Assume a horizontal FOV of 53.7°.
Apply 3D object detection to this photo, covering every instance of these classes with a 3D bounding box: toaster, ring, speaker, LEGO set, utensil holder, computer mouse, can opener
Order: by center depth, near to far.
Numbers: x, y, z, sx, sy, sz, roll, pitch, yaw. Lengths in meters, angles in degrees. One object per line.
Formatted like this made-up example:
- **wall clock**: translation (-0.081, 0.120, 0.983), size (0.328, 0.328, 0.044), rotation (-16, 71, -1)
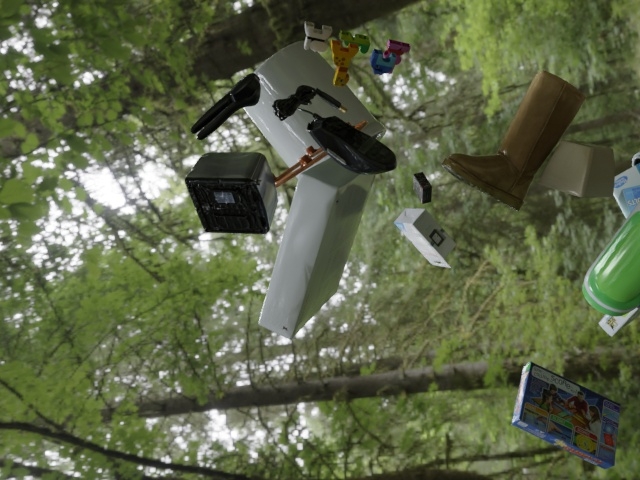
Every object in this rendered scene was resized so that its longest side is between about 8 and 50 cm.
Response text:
- **computer mouse**: translation (0.035, -0.212, 1.249), size (0.262, 0.060, 0.184), rotation (29, -146, 1)
- **speaker**: translation (0.657, 0.026, 1.293), size (0.296, 0.131, 0.131), rotation (105, -179, -45)
- **LEGO set**: translation (0.069, -0.371, 1.314), size (0.087, 0.227, 0.093), rotation (-94, 17, -45)
- **can opener**: translation (-0.201, -0.284, 1.341), size (0.059, 0.186, 0.073), rotation (52, -177, 37)
- **toaster**: translation (-0.185, -0.102, 1.399), size (0.168, 0.186, 0.110), rotation (76, -158, -45)
- **ring**: translation (-0.029, -0.211, 1.579), size (0.032, 0.337, 0.336), rotation (55, -149, -10)
- **utensil holder**: translation (-0.032, -0.399, 2.048), size (0.385, 0.328, 0.327), rotation (51, -152, 2)

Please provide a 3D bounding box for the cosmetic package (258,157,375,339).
- **cosmetic package**: translation (0.000, 0.000, 1.443), size (0.284, 0.097, 0.377), rotation (-43, -27, -62)

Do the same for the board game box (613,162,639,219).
- **board game box**: translation (0.802, -0.041, 1.322), size (0.079, 0.254, 0.336), rotation (0, -117, -43)

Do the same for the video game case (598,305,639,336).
- **video game case**: translation (0.975, 0.152, 1.869), size (0.061, 0.270, 0.244), rotation (52, 169, 25)

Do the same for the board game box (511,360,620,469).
- **board game box**: translation (0.489, 0.344, 1.252), size (0.136, 0.201, 0.035), rotation (-62, -2, -36)

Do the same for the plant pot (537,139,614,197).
- **plant pot**: translation (0.523, -0.147, 1.269), size (0.109, 0.109, 0.096), rotation (-3, -69, -34)

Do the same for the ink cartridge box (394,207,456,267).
- **ink cartridge box**: translation (0.300, -0.008, 1.753), size (0.180, 0.104, 0.060), rotation (46, -104, -20)

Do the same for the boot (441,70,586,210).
- **boot**: translation (0.390, -0.219, 1.284), size (0.236, 0.089, 0.269), rotation (21, -79, -35)

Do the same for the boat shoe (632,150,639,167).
- **boat shoe**: translation (0.870, -0.088, 1.612), size (0.103, 0.118, 0.320), rotation (-28, -74, -30)

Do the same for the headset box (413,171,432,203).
- **headset box**: translation (0.306, -0.154, 1.887), size (0.062, 0.032, 0.083), rotation (83, 171, -45)
